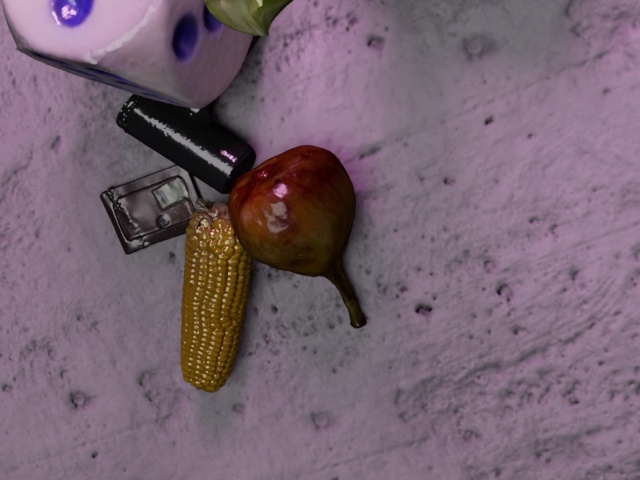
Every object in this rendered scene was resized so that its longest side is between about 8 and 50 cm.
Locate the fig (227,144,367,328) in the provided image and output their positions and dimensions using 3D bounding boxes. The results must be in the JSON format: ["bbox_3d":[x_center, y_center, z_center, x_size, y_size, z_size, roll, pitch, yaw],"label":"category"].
[{"bbox_3d":[-0.032,0.008,1.610,0.191,0.190,0.290,7,125,18],"label":"fig"}]

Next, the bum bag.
[{"bbox_3d":[-0.254,-0.050,1.748,0.159,0.026,0.109,-18,99,18],"label":"bum bag"}]

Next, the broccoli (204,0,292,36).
[{"bbox_3d":[0.060,-0.381,1.343,0.353,0.397,0.275,-14,126,19],"label":"broccoli"}]

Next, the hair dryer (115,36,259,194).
[{"bbox_3d":[-0.155,-0.215,1.631,0.197,0.089,0.251,35,108,8],"label":"hair dryer"}]

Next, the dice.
[{"bbox_3d":[-0.242,-0.326,1.495,0.243,0.259,0.251,15,90,19],"label":"dice"}]

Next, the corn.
[{"bbox_3d":[-0.157,0.088,1.708,0.106,0.106,0.305,13,113,16],"label":"corn"}]
